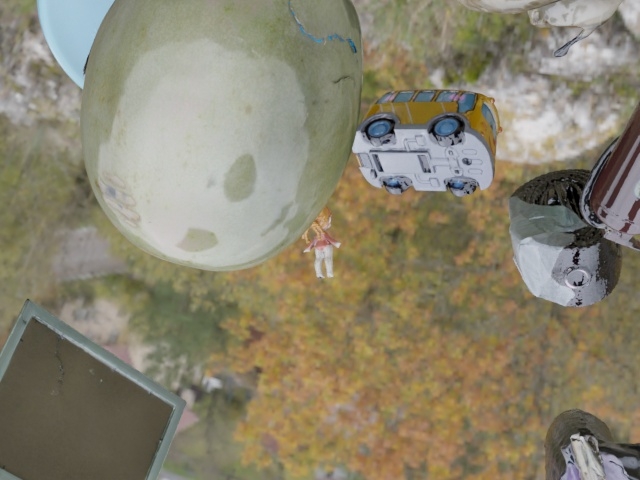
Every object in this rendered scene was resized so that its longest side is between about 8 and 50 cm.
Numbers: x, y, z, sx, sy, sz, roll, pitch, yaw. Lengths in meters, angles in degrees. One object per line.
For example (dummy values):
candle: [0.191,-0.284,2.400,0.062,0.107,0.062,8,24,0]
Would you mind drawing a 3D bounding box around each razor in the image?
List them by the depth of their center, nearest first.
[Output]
razor: [0.360,0.334,1.482,0.107,0.189,0.327,0,179,3]

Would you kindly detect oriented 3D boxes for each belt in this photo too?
belt: [0.413,-0.020,1.877,0.184,0.289,0.164,-10,119,11]

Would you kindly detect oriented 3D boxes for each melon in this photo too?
melon: [-0.093,-0.139,1.051,0.269,0.330,0.268,13,-171,-2]

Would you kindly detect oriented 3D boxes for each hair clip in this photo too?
hair clip: [0.334,0.358,1.282,0.106,0.292,0.084,-19,-179,-7]

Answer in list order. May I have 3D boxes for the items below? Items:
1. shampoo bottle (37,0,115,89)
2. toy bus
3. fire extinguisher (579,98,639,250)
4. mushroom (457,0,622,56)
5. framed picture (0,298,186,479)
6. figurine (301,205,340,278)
shampoo bottle: [-0.218,-0.394,1.676,0.331,0.342,0.331,6,122,9]
toy bus: [0.164,-0.153,1.632,0.210,0.136,0.126,3,139,27]
fire extinguisher: [0.418,-0.110,1.336,0.142,0.105,0.341,9,136,-7]
mushroom: [0.362,-0.435,1.681,0.362,0.362,0.294,-7,113,32]
framed picture: [-0.326,0.248,1.482,0.018,0.231,0.293,-14,136,44]
figurine: [0.000,0.000,1.598,0.064,0.109,0.047,-10,175,30]
